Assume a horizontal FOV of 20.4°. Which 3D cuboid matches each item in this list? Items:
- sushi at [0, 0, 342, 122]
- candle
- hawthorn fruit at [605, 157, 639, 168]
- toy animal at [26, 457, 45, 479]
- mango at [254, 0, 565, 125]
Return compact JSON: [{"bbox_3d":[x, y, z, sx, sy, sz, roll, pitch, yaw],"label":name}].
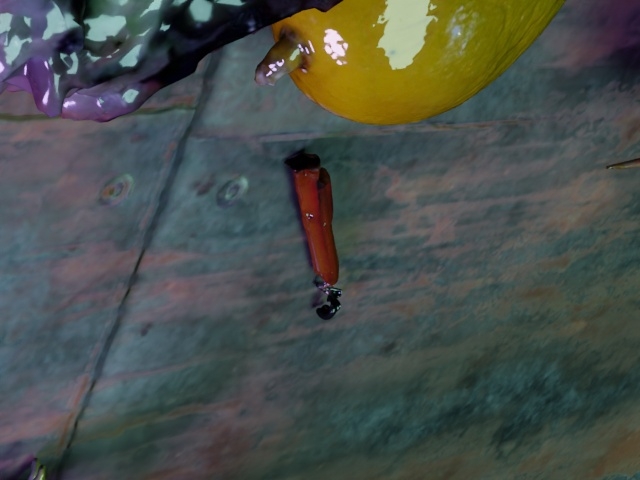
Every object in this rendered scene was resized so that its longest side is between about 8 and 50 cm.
[{"bbox_3d":[-0.081,-0.181,0.751,0.270,0.171,0.236,-36,147,-6],"label":"sushi"},{"bbox_3d":[0.001,0.000,1.184,0.026,0.021,0.167,-34,145,-17],"label":"candle"},{"bbox_3d":[0.352,-0.142,1.232,0.258,0.258,0.262,28,76,-57],"label":"hawthorn fruit"},{"bbox_3d":[-0.160,0.184,1.124,0.155,0.095,0.219,-41,-174,-8],"label":"toy animal"},{"bbox_3d":[0.085,-0.174,0.999,0.317,0.119,0.176,-41,140,-17],"label":"mango"}]
